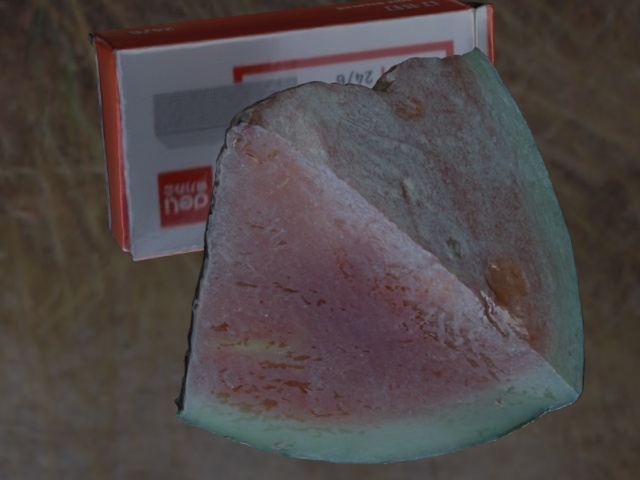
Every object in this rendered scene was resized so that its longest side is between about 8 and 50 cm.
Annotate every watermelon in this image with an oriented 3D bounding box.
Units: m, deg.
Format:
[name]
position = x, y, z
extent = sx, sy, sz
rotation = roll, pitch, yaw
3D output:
[watermelon]
position = 0.005, 0.001, 0.810
extent = 0.207, 0.136, 0.202
rotation = -25, 116, 10

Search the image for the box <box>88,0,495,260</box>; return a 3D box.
[box]
position = -0.011, -0.068, 0.989
extent = 0.229, 0.050, 0.123
rotation = -9, 109, -21
